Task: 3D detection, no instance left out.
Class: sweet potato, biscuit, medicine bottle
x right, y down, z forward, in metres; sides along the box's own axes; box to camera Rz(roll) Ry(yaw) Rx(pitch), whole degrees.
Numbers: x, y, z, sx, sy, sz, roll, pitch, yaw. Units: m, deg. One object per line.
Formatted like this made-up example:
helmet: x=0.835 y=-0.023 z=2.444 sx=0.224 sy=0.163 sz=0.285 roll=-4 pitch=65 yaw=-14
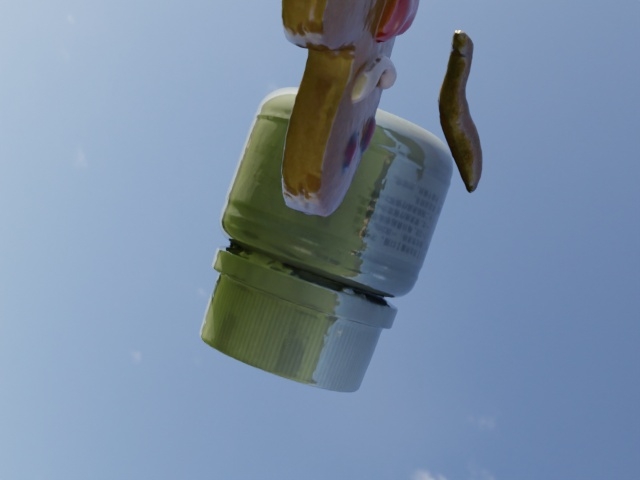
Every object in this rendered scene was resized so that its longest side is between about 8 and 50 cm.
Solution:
sweet potato: x=0.140 y=-0.129 z=0.890 sx=0.044 sy=0.044 sz=0.179 roll=29 pitch=-40 yaw=49
biscuit: x=0.027 y=-0.125 z=0.358 sx=0.036 sy=0.165 sz=0.250 roll=17 pitch=-66 yaw=11
medicine bottle: x=0.000 y=0.000 z=1.025 sx=0.245 sy=0.245 sz=0.306 roll=19 pitch=-91 yaw=52
